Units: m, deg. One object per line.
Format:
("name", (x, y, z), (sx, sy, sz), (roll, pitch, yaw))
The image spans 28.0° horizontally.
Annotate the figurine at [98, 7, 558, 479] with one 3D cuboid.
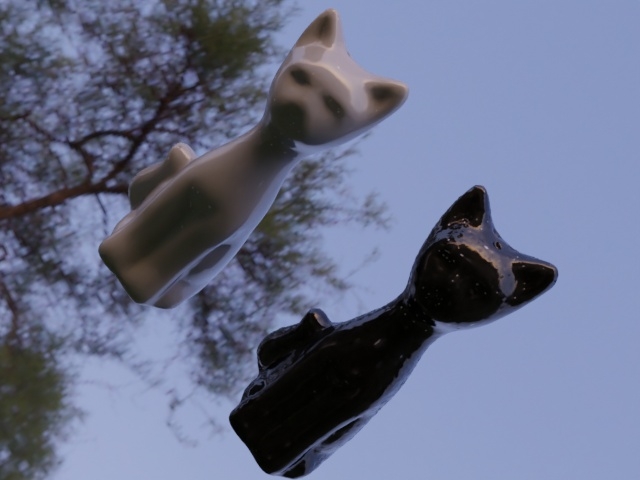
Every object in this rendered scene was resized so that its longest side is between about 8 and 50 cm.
("figurine", (0.000, 0.000, 0.753), (0.209, 0.092, 0.215), (-40, -93, 28))
